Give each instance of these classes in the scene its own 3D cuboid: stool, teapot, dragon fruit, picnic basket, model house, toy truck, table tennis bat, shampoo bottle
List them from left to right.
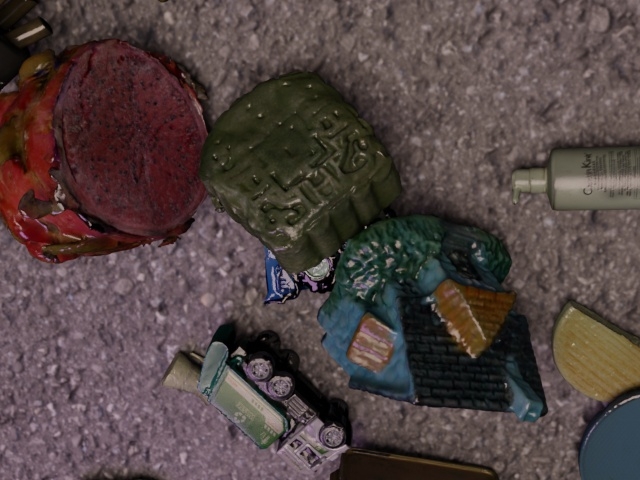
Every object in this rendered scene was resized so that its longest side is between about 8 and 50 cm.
[{"bbox_3d":[-0.475,-0.308,1.481,0.139,0.153,0.228,-42,90,7],"label":"stool"},{"bbox_3d":[-0.340,-0.113,1.477,0.263,0.314,0.296,-11,83,39],"label":"dragon fruit"},{"bbox_3d":[-0.192,0.208,1.658,0.083,0.057,0.067,31,74,-6],"label":"teapot"},{"bbox_3d":[-0.069,0.229,1.604,0.124,0.114,0.253,-42,99,14],"label":"toy truck"},{"bbox_3d":[0.000,0.000,1.522,0.208,0.113,0.126,-29,100,16],"label":"toy truck"},{"bbox_3d":[0.134,0.413,1.585,0.267,0.165,0.139,10,111,-5],"label":"picnic basket"},{"bbox_3d":[0.165,0.126,1.413,0.261,0.241,0.225,8,119,-34],"label":"model house"},{"bbox_3d":[0.386,-0.082,1.444,0.263,0.085,0.085,-1,107,11],"label":"shampoo bottle"},{"bbox_3d":[0.479,0.277,1.547,0.215,0.044,0.329,2,118,7],"label":"table tennis bat"}]

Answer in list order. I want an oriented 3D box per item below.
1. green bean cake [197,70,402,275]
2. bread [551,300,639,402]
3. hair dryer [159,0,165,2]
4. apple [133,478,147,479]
[{"bbox_3d":[-0.036,-0.093,1.434,0.222,0.125,0.227,-42,62,-4],"label":"green bean cake"},{"bbox_3d":[0.401,0.172,1.549,0.193,0.036,0.112,30,113,-5],"label":"bread"},{"bbox_3d":[-0.137,-0.439,1.427,0.279,0.090,0.135,-31,100,11],"label":"hair dryer"},{"bbox_3d":[-0.274,0.501,1.733,0.193,0.120,0.264,-18,107,3],"label":"apple"}]
